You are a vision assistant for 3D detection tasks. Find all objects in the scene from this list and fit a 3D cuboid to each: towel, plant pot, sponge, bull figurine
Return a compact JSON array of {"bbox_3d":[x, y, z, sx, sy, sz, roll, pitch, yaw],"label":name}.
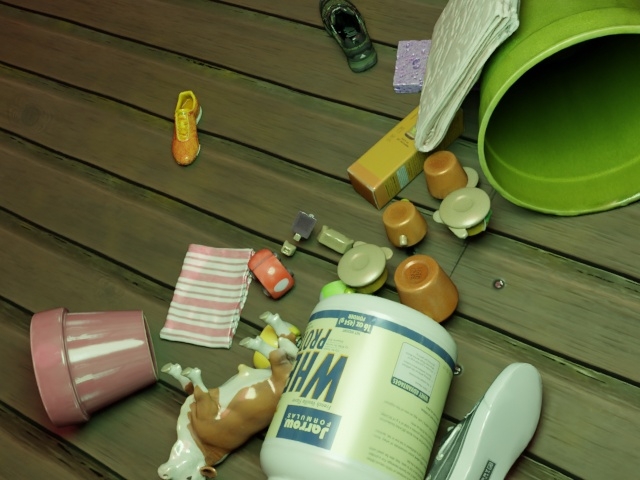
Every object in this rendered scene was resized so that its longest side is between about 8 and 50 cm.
[{"bbox_3d":[0.256,-0.360,1.337,0.053,0.317,0.332,21,53,-8],"label":"towel"},{"bbox_3d":[-0.382,0.202,1.350,0.180,0.201,0.201,-13,56,-10],"label":"plant pot"},{"bbox_3d":[0.255,-0.350,1.562,0.210,0.031,0.117,1,61,18],"label":"sponge"},{"bbox_3d":[-0.142,0.258,1.262,0.310,0.188,0.101,-29,18,-10],"label":"bull figurine"},{"bbox_3d":[0.421,-0.296,1.318,0.366,0.366,0.353,-11,47,10],"label":"plant pot"},{"bbox_3d":[-0.207,0.099,1.442,0.144,0.029,0.197,4,62,20],"label":"towel"}]

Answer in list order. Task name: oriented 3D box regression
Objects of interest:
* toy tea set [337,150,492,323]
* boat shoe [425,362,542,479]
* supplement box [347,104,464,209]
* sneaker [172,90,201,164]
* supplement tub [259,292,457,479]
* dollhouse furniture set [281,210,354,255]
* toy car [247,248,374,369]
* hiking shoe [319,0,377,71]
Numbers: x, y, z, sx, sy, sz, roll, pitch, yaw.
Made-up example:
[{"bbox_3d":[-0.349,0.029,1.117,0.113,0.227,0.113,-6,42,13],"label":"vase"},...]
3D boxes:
[{"bbox_3d":[0.192,0.003,1.340,0.200,0.124,0.336,22,66,40],"label":"toy tea set"},{"bbox_3d":[0.222,0.309,1.149,0.102,0.108,0.301,6,64,57],"label":"boat shoe"},{"bbox_3d":[0.162,-0.168,1.458,0.233,0.080,0.078,-43,58,-8],"label":"supplement box"},{"bbox_3d":[-0.287,-0.235,1.638,0.064,0.067,0.175,-10,60,9],"label":"sneaker"},{"bbox_3d":[0.051,0.267,1.143,0.235,0.235,0.325,11,64,22],"label":"supplement tub"},{"bbox_3d":[0.000,0.000,1.447,0.114,0.081,0.091,28,109,2],"label":"dollhouse furniture set"},{"bbox_3d":[-0.019,0.105,1.359,0.224,0.053,0.239,-9,64,8],"label":"toy car"},{"bbox_3d":[0.053,-0.463,1.638,0.086,0.114,0.227,-27,57,0],"label":"hiking shoe"}]
